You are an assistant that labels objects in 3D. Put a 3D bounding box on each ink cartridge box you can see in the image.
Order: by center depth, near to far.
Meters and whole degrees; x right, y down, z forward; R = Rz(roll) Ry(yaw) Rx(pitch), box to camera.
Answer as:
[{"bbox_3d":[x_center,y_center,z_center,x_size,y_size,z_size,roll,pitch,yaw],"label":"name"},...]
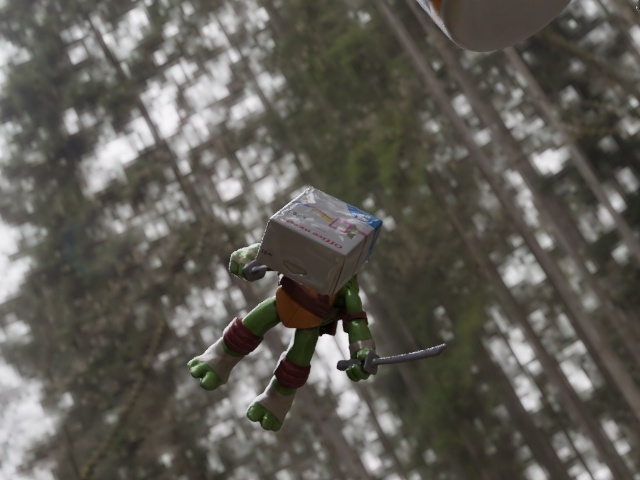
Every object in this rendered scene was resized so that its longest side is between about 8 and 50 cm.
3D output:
[{"bbox_3d":[0.000,0.000,1.704,0.122,0.089,0.052,-43,-24,-63],"label":"ink cartridge box"}]

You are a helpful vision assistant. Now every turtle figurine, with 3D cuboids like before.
[{"bbox_3d":[-0.036,0.104,1.986,0.198,0.274,0.266,21,-64,-32],"label":"turtle figurine"}]

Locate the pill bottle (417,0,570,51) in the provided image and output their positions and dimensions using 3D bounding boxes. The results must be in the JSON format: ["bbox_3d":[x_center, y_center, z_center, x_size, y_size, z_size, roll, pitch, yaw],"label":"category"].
[{"bbox_3d":[0.110,-0.316,1.530,0.162,0.278,0.162,-26,-30,-17],"label":"pill bottle"}]

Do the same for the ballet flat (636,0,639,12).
[{"bbox_3d":[0.353,-0.294,1.846,0.086,0.248,0.086,-35,-36,-30],"label":"ballet flat"}]
